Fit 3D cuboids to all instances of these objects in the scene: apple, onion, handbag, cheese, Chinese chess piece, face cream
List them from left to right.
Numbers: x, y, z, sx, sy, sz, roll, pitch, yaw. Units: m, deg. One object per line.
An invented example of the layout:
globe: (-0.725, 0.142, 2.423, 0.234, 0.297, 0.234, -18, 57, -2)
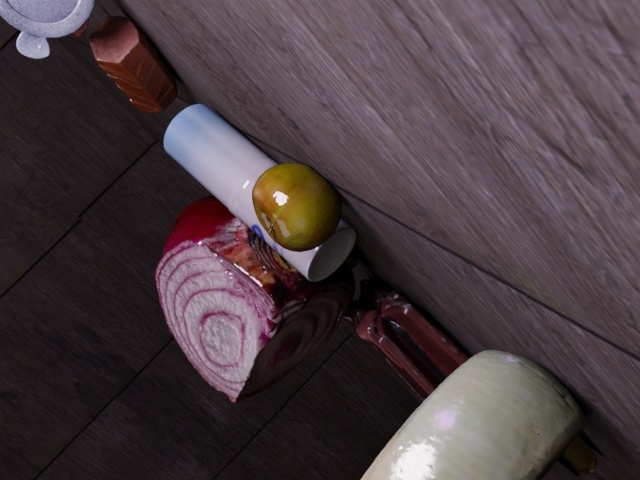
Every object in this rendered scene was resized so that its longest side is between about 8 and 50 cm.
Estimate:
onion: (-0.082, 0.050, 1.199, 0.206, 0.216, 0.207, 45, -141, 19)
face cream: (-0.073, -0.058, 1.090, 0.250, 0.077, 0.077, 41, 175, 26)
apple: (-0.024, -0.033, 0.921, 0.089, 0.074, 0.089, 45, 174, 6)
handbag: (0.150, 0.169, 1.237, 0.275, 0.084, 0.260, 45, 178, -12)
Chinese chess piece: (0.113, 0.208, 0.808, 0.101, 0.250, 0.250, 39, 174, 21)
cheese: (0.218, 0.184, 1.012, 0.086, 0.036, 0.162, 44, 176, -34)

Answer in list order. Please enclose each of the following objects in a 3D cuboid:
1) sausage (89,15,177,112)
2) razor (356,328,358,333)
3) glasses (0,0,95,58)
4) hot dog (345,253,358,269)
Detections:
sausage: (-0.212, -0.197, 1.134, 0.065, 0.065, 0.169, 42, 176, 18)
razor: (0.126, 0.170, 1.666, 0.068, 0.037, 0.191, -6, 155, 23)
glasses: (-0.342, -0.297, 1.041, 0.234, 0.118, 0.268, 43, 175, -10)
hot dog: (0.000, 0.000, 1.269, 0.122, 0.037, 0.049, 37, 162, 16)
